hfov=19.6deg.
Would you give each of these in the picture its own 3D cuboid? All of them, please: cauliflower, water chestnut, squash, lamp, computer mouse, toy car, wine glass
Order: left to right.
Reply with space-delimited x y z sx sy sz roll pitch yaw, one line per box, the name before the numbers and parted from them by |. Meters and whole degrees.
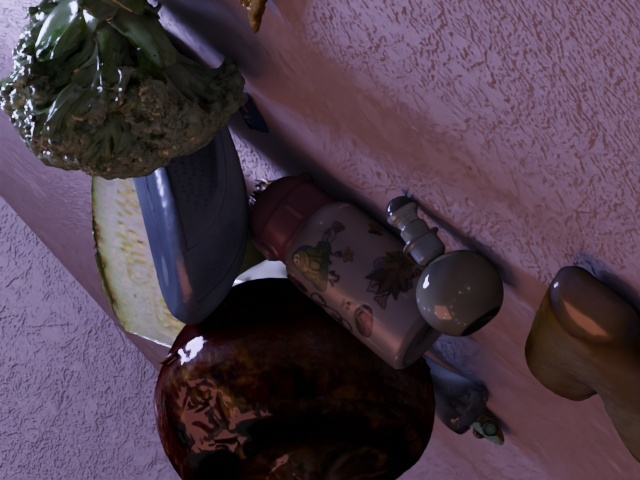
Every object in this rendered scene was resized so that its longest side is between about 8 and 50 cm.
cauliflower | -0.216 -0.197 1.942 0.275 0.272 0.250 22 128 21
squash | -0.198 -0.002 2.464 0.234 0.210 0.309 20 161 27
computer mouse | -0.157 -0.087 2.156 0.188 0.122 0.371 123 133 -68
water chestnut | -0.036 0.216 2.205 0.350 0.350 0.302 62 -163 -53
wine glass | 0.133 0.175 2.341 0.155 0.072 0.072 36 165 25
lamp | 0.121 0.021 1.923 0.163 0.091 0.091 56 170 16
toy car | 0.192 0.223 2.400 0.122 0.035 0.059 35 166 -2

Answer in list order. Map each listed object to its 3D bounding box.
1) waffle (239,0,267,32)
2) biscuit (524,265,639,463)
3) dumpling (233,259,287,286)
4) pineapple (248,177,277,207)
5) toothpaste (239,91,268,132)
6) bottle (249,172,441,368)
waffle | -0.089 -0.267 1.724 0.125 0.032 0.191 41 165 0
biscuit | 0.301 0.140 1.798 0.237 0.062 0.290 40 167 10
dumpling | -0.039 0.081 2.368 0.216 0.126 0.166 36 156 -15
pineapple | 0.000 0.000 2.260 0.221 0.047 0.221 40 170 8
toothpaste | -0.082 -0.145 2.101 0.027 0.019 0.083 16 158 27
bottle | 0.030 0.026 2.088 0.253 0.120 0.120 38 165 18
